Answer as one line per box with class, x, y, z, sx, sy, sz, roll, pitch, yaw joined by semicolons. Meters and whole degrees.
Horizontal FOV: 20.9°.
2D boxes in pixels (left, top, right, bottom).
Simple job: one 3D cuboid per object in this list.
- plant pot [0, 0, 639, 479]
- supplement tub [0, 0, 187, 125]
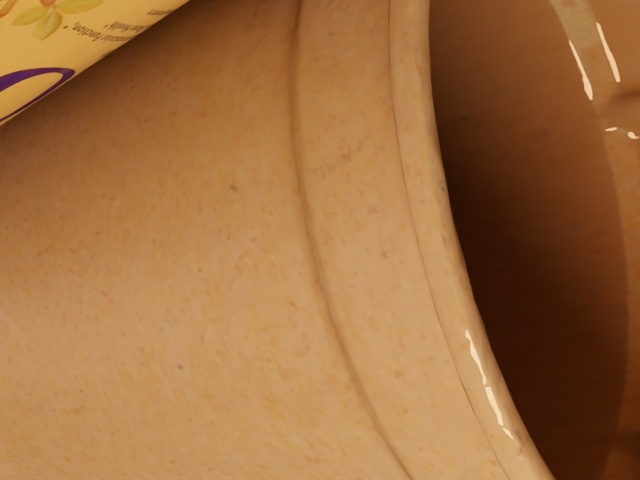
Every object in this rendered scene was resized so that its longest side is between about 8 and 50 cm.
plant pot;0.000;0.000;0.759;0.305;0.334;0.334;-12;152;33
supplement tub;-0.188;-0.134;0.605;0.331;0.241;0.241;-31;143;16
